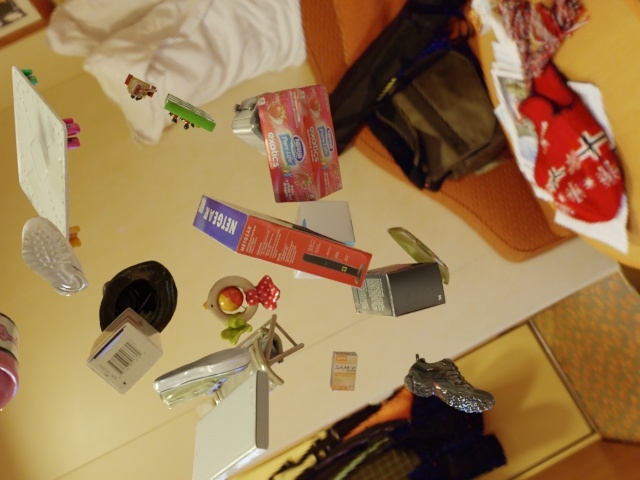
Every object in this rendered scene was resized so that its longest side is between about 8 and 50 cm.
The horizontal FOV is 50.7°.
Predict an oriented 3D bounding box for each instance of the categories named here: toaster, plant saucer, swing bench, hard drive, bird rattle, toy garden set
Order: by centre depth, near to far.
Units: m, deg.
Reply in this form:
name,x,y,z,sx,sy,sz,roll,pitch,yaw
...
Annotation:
name,x,y,z,sx,sy,sz,roll,pitch,yaw
toy garden set,-0.337,-0.291,1.470,0.204,0.049,0.244,25,-172,-17
hard drive,-0.226,0.481,1.682,0.040,0.307,0.203,23,-138,-27
toaster,-0.130,-0.302,1.822,0.227,0.129,0.146,31,167,-37
plant saucer,0.295,0.035,1.975,0.241,0.037,0.241,41,-170,-9
bird rattle,-0.257,0.202,2.168,0.207,0.253,0.143,35,-165,-12
swing bench,-0.220,0.419,2.239,0.165,0.253,0.254,47,-154,-5

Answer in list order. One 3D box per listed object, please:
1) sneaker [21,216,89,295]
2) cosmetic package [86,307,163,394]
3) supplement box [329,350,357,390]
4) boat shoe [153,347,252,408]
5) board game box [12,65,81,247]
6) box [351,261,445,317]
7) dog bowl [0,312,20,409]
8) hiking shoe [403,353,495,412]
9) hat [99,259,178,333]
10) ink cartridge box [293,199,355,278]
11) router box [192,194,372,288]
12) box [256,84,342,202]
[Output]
name,x,y,z,sx,sy,sz,roll,pitch,yaw
sneaker,-0.561,0.020,1.408,0.235,0.090,0.094,87,162,-53
cosmetic package,-0.524,0.289,1.820,0.129,0.153,0.296,45,169,-12
supplement box,0.061,0.342,1.769,0.036,0.062,0.098,-134,47,-75
boat shoe,-0.315,0.378,1.863,0.094,0.302,0.109,66,-162,-9
board game box,-0.753,-0.227,1.860,0.390,0.050,0.390,43,133,37
box,0.189,0.121,1.691,0.207,0.153,0.108,-9,92,65
dog bowl,-0.948,0.346,1.682,0.150,0.408,0.408,57,173,29
hiking shoe,0.327,0.344,1.675,0.227,0.114,0.086,16,142,18
hat,-0.615,0.192,2.171,0.134,0.331,0.331,22,152,30
ink cartridge box,0.000,0.000,2.273,0.232,0.168,0.171,109,156,-53
router box,-0.095,-0.002,1.514,0.301,0.082,0.335,18,-178,-28
box,-0.046,-0.225,1.574,0.128,0.123,0.256,-29,-67,-54
